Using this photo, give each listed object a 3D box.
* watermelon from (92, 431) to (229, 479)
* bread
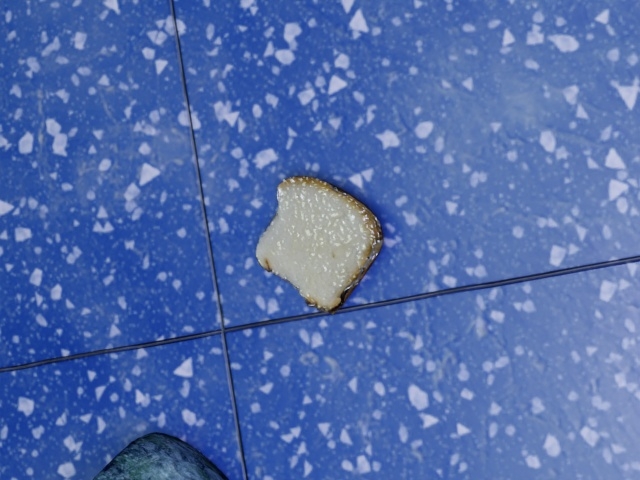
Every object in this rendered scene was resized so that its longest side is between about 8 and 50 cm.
[{"bbox_3d":[-0.186,0.347,1.726,0.148,0.318,0.226,29,140,14],"label":"watermelon"},{"bbox_3d":[0.000,0.000,1.756,0.129,0.044,0.126,33,108,15],"label":"bread"}]
